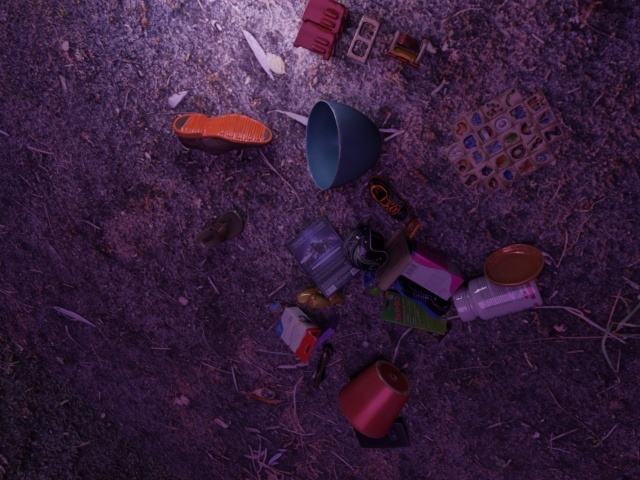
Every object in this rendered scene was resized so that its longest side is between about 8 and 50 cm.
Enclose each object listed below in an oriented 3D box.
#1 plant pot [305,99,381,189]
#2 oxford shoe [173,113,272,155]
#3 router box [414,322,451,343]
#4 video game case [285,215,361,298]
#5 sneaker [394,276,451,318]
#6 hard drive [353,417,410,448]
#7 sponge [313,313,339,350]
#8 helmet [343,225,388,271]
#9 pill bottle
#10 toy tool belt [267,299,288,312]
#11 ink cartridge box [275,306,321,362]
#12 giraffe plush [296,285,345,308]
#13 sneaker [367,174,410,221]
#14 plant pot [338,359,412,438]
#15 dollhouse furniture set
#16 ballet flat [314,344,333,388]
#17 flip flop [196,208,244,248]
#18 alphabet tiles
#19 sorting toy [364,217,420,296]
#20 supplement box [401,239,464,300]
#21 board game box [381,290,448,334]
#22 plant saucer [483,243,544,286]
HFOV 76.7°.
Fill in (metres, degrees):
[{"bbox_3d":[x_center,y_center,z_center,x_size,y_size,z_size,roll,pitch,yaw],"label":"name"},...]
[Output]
[{"bbox_3d":[0.090,-0.324,1.374,0.196,0.290,0.289,-8,118,-22],"label":"plant pot"},{"bbox_3d":[-0.361,-0.394,1.542,0.365,0.129,0.132,8,149,4],"label":"oxford shoe"},{"bbox_3d":[0.472,0.365,1.703,0.123,0.038,0.092,30,118,0],"label":"router box"},{"bbox_3d":[0.018,0.066,1.612,0.196,0.026,0.274,-38,95,-12],"label":"video game case"},{"bbox_3d":[0.406,0.209,1.604,0.232,0.081,0.090,36,130,9],"label":"sneaker"},{"bbox_3d":[0.304,0.959,2.019,0.255,0.054,0.171,-13,110,20],"label":"hard drive"},{"bbox_3d":[0.002,0.424,1.810,0.031,0.117,0.210,40,118,-4],"label":"sponge"},{"bbox_3d":[0.167,0.029,1.557,0.162,0.169,0.169,29,120,-18],"label":"helmet"},{"bbox_3d":[0.652,0.203,1.510,0.283,0.160,0.160,-22,107,22],"label":"pill bottle"},{"bbox_3d":[-0.194,0.296,1.840,0.084,0.052,0.051,-18,117,21],"label":"toy tool belt"},{"bbox_3d":[-0.085,0.409,1.765,0.231,0.078,0.134,38,111,40],"label":"ink cartridge box"},{"bbox_3d":[0.015,0.183,1.683,0.211,0.181,0.170,5,95,24],"label":"giraffe plush"},{"bbox_3d":[0.249,-0.143,1.498,0.215,0.083,0.084,44,116,-9],"label":"sneaker"},{"bbox_3d":[0.257,0.687,1.804,0.275,0.275,0.243,34,108,-2],"label":"plant pot"},{"bbox_3d":[0.122,-0.610,1.254,0.375,0.201,0.152,22,118,-3],"label":"dollhouse furniture set"},{"bbox_3d":[0.016,0.604,1.917,0.058,0.084,0.249,15,112,9],"label":"ballet flat"},{"bbox_3d":[-0.436,-0.037,1.729,0.277,0.080,0.112,-28,105,25],"label":"flip flop"},{"bbox_3d":[0.607,-0.327,1.357,0.343,0.011,0.285,-31,104,25],"label":"alphabet tiles"},{"bbox_3d":[0.282,0.073,1.537,0.047,0.195,0.347,24,120,-18],"label":"sorting toy"},{"bbox_3d":[0.422,0.113,1.556,0.220,0.114,0.111,32,118,0],"label":"supplement box"},{"bbox_3d":[0.385,0.294,1.657,0.260,0.039,0.124,13,76,7],"label":"board game box"},{"bbox_3d":[0.684,0.093,1.433,0.200,0.199,0.037,-22,122,23],"label":"plant saucer"}]
